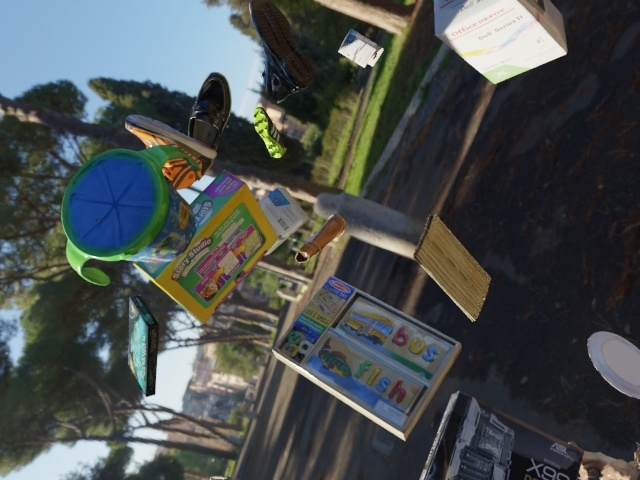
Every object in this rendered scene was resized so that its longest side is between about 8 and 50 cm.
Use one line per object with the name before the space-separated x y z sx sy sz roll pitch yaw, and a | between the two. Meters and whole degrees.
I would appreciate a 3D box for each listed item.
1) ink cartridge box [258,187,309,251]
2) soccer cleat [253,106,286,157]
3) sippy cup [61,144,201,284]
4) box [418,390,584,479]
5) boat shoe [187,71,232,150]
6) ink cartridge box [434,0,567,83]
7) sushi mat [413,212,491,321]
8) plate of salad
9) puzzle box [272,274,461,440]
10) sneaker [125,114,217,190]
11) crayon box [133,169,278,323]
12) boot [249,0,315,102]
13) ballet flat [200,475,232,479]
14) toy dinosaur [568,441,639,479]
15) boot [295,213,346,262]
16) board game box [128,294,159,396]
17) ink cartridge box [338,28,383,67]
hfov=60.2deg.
ink cartridge box | -0.166 -0.066 1.927 0.203 0.148 0.086 -40 -4 16
soccer cleat | -0.168 -0.361 1.832 0.179 0.060 0.072 66 -147 -19
sippy cup | -0.392 -0.051 1.206 0.224 0.305 0.240 41 -147 -70
box | 0.403 0.520 1.243 0.242 0.307 0.076 -62 -9 -20
boat shoe | -0.403 -0.421 1.954 0.113 0.127 0.340 -80 13 -61
ink cartridge box | 0.413 -0.532 1.323 0.207 0.353 0.119 -15 65 44
sushi mat | 0.375 0.079 1.546 0.019 0.316 0.151 -7 46 50
plate of salad | 0.784 0.327 1.443 0.200 0.199 0.048 -78 8 -47
puzzle box | 0.113 0.279 1.405 0.272 0.408 0.052 -50 -33 -24
sneaker | -0.480 -0.255 1.713 0.124 0.321 0.180 40 102 44
crayon box | -0.316 0.027 1.617 0.363 0.106 0.313 -50 -30 -15
boot | -0.109 -0.390 1.162 0.077 0.198 0.137 -34 10 -30
ballet flat | -0.244 0.537 1.204 0.041 0.114 0.041 -2 87 59
toy dinosaur | 0.768 0.647 1.418 0.200 0.127 0.296 -43 42 24
boot | 0.000 0.000 1.879 0.152 0.073 0.197 -41 -6 -37
board game box | -0.391 0.231 1.212 0.126 0.026 0.186 37 125 45
ink cartridge box | 0.087 -0.404 1.173 0.048 0.083 0.028 -53 14 40
